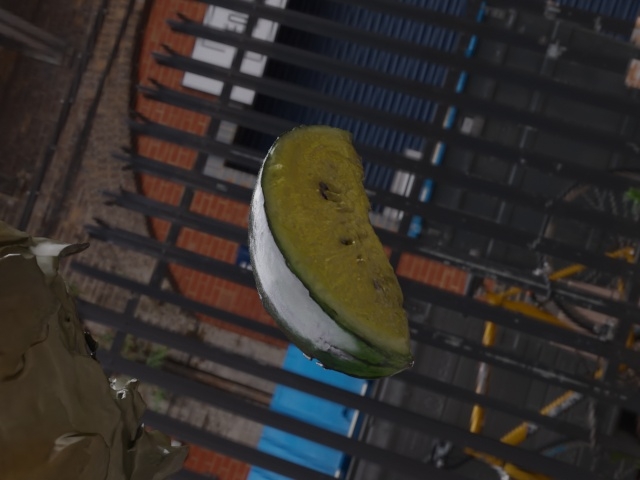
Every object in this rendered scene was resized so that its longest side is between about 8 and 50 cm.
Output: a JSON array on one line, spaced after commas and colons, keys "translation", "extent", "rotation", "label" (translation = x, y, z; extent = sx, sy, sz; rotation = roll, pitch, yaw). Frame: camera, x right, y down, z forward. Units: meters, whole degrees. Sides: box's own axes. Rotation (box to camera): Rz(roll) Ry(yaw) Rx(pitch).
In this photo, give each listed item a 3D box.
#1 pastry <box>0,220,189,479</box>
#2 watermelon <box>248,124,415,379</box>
[{"translation": [-0.237, 0.118, 0.370], "extent": [0.136, 0.329, 0.330], "rotation": [64, -137, -77], "label": "pastry"}, {"translation": [0.000, 0.000, 0.768], "extent": [0.123, 0.129, 0.301], "rotation": [92, 169, -45], "label": "watermelon"}]
